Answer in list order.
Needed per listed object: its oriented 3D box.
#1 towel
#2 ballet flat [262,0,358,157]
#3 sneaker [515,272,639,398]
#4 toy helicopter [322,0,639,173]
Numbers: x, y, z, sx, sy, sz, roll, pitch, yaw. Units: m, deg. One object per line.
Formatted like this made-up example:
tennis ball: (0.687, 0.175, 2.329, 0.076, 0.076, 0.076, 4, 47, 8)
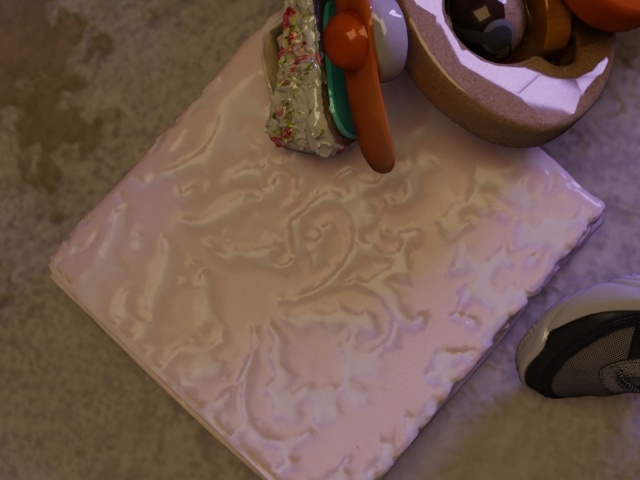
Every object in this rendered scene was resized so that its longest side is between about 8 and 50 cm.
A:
towel: (0.000, 0.000, 0.843, 0.317, 0.053, 0.332, 41, 86, 14)
ballet flat: (-0.011, -0.177, 0.817, 0.077, 0.091, 0.241, -8, 71, 33)
sneaker: (0.258, 0.098, 0.713, 0.268, 0.101, 0.153, -18, 52, 27)
toy helicopter: (0.054, -0.208, 0.759, 0.235, 0.140, 0.355, -42, 89, -23)
